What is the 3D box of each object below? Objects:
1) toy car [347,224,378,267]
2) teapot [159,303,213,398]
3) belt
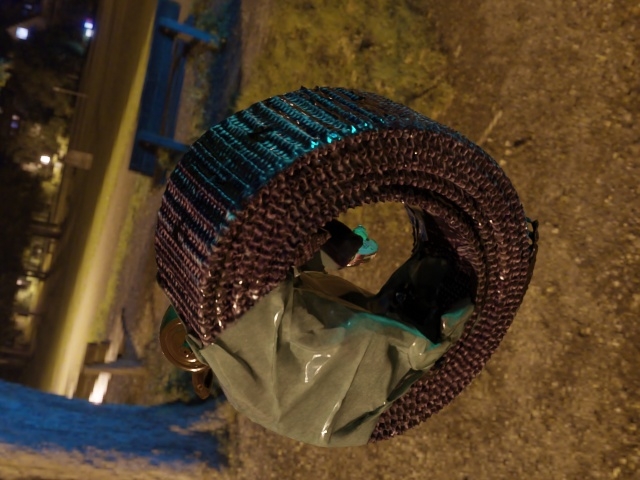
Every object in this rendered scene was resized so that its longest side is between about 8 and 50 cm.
[{"bbox_3d":[0.000,0.000,0.979,0.069,0.142,0.055,-40,-32,-65],"label":"toy car"},{"bbox_3d":[-0.121,0.099,0.781,0.068,0.076,0.121,-65,-27,-67],"label":"teapot"},{"bbox_3d":[0.028,0.026,0.613,0.260,0.324,0.122,-56,44,6],"label":"belt"}]
